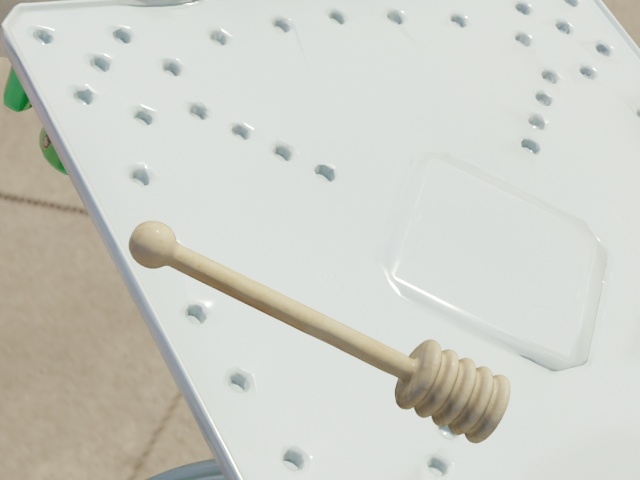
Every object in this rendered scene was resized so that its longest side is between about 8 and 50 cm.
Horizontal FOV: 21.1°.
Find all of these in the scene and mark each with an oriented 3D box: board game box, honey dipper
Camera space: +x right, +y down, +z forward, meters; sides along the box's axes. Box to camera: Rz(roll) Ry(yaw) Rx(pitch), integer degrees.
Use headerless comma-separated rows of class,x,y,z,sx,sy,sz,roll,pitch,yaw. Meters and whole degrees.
board game box,0.080,0.023,0.860,0.390,0.050,0.390,-9,55,-34
honey dipper,0.000,0.031,0.660,0.030,0.161,0.030,-54,18,26

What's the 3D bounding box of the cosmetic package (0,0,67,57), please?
cosmetic package,-0.099,-0.214,1.164,0.366,0.197,0.155,5,71,-10

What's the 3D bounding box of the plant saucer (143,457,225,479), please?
plant saucer,-0.056,0.344,1.148,0.400,0.100,0.400,-2,83,15
